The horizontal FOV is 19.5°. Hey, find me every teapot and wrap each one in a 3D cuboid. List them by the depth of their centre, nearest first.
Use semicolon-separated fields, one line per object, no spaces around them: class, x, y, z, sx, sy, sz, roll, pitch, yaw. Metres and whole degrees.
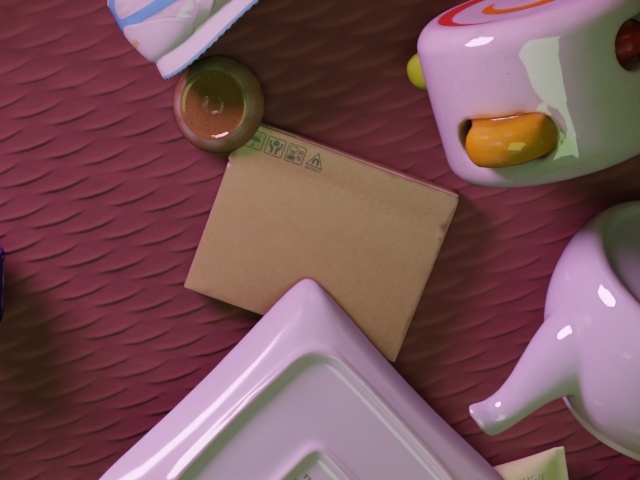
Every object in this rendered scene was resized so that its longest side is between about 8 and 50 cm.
teapot;0.293;0.100;1.555;0.256;0.252;0.187;28;126;9

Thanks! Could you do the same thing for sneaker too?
sneaker;-0.075;-0.238;1.532;0.228;0.087;0.092;-43;98;10

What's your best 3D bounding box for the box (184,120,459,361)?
box;0.000;0.000;1.627;0.201;0.021;0.164;20;105;-4

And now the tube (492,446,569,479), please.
tube;0.110;0.252;1.679;0.240;0.062;0.070;-11;143;-1

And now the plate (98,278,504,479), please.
plate;-0.009;0.222;1.595;0.278;0.045;0.277;-44;98;-12

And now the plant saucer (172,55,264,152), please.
plant saucer;-0.090;-0.116;1.588;0.083;0.015;0.083;2;96;17

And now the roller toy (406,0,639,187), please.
roller toy;0.184;-0.125;1.497;0.191;0.209;0.146;-18;105;-8

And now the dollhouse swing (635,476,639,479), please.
dollhouse swing;0.311;0.412;1.668;0.347;0.305;0.315;32;73;-12

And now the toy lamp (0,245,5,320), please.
toy lamp;-0.340;0.125;1.643;0.080;0.080;0.275;20;107;-4
